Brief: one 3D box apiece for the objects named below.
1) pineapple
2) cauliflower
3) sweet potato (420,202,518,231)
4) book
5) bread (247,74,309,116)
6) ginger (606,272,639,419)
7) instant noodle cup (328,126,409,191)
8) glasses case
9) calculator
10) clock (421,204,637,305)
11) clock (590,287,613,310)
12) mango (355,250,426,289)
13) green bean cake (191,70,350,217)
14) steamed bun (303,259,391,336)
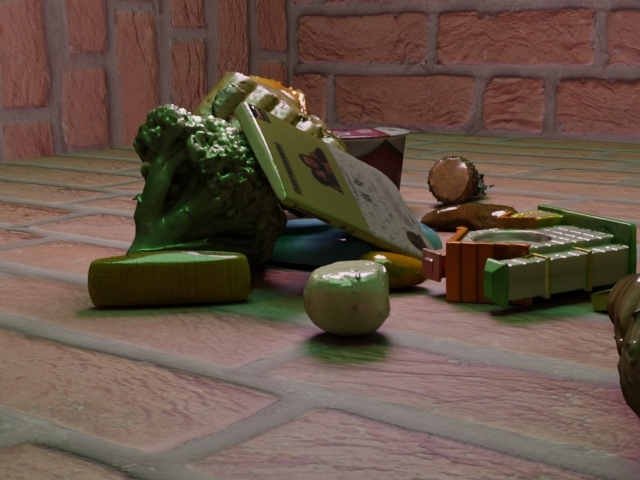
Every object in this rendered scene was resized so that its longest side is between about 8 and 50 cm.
[{"bbox_3d":[0.316,-0.130,2.549,0.125,0.125,0.251,2,1,17],"label":"pineapple"},{"bbox_3d":[-0.205,-0.064,1.812,0.281,0.327,0.260,-29,26,-7],"label":"cauliflower"},{"bbox_3d":[0.293,-0.040,2.157,0.081,0.062,0.233,-12,12,-39],"label":"sweet potato"},{"bbox_3d":[0.034,-0.079,1.799,0.352,0.035,0.239,24,28,-40],"label":"book"},{"bbox_3d":[-0.163,-0.164,2.309,0.194,0.340,0.179,34,29,-37],"label":"bread"},{"bbox_3d":[0.383,0.109,1.097,0.256,0.176,0.375,16,8,-5],"label":"ginger"},{"bbox_3d":[0.072,-0.145,2.407,0.235,0.178,0.235,-2,11,0],"label":"instant noodle cup"},{"bbox_3d":[-0.219,0.054,1.656,0.234,0.079,0.064,-2,3,-6],"label":"glasses case"},{"bbox_3d":[0.000,0.000,2.001,0.386,0.054,0.256,1,11,36],"label":"calculator"},{"bbox_3d":[0.295,0.024,1.683,0.255,0.106,0.220,-7,12,-27],"label":"clock"},{"bbox_3d":[0.519,0.077,1.473,0.277,0.071,0.293,-12,1,-9],"label":"clock"},{"bbox_3d":[0.107,0.045,1.727,0.114,0.057,0.079,3,4,6],"label":"mango"},{"bbox_3d":[-0.099,-0.147,2.058,0.285,0.202,0.310,35,-24,-1],"label":"green bean cake"},{"bbox_3d":[0.034,0.077,1.471,0.112,0.091,0.130,-4,9,-2],"label":"steamed bun"}]
